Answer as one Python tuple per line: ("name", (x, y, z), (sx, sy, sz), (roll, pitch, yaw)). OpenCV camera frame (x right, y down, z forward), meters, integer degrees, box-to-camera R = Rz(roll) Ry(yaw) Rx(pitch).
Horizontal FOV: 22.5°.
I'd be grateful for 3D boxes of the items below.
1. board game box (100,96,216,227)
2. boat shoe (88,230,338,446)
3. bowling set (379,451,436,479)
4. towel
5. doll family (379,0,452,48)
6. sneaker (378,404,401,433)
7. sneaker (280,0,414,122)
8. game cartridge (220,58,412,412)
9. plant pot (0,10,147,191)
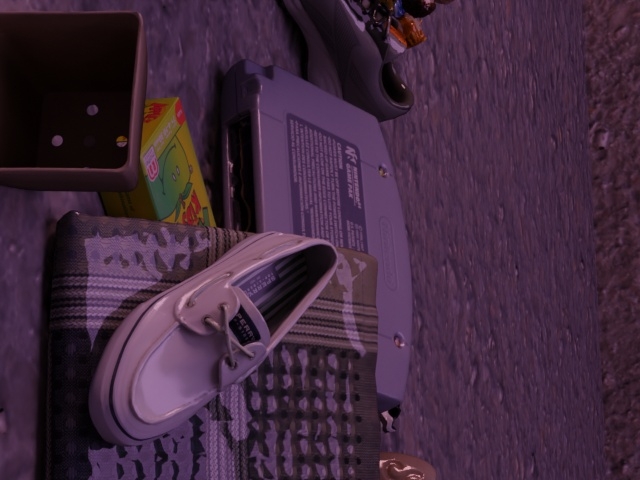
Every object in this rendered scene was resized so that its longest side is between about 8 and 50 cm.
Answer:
("board game box", (-0.120, -0.009, 1.252), (0.092, 0.043, 0.181), (-65, 147, -54))
("boat shoe", (-0.071, 0.057, 1.128), (0.226, 0.076, 0.083), (-49, 116, -40))
("bowling set", (0.011, 0.346, 1.487), (0.200, 0.154, 0.287), (94, 7, -48))
("towel", (-0.074, 0.146, 1.203), (0.324, 0.056, 0.312), (9, 76, -44))
("doll family", (0.071, -0.287, 1.768), (0.163, 0.118, 0.263), (66, 18, -7))
("sneaker", (0.073, 0.179, 1.785), (0.109, 0.044, 0.040), (-72, 150, -50))
("sneaker", (0.026, -0.233, 1.613), (0.100, 0.108, 0.271), (-69, 148, -46))
("game cartridge", (0.000, 0.000, 1.418), (0.196, 0.060, 0.294), (21, 54, -38))
("plant pot", (-0.163, -0.081, 1.057), (0.096, 0.109, 0.109), (68, 24, -71))
